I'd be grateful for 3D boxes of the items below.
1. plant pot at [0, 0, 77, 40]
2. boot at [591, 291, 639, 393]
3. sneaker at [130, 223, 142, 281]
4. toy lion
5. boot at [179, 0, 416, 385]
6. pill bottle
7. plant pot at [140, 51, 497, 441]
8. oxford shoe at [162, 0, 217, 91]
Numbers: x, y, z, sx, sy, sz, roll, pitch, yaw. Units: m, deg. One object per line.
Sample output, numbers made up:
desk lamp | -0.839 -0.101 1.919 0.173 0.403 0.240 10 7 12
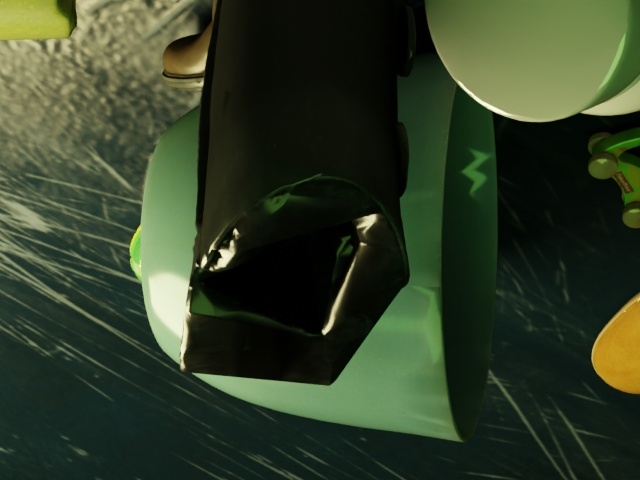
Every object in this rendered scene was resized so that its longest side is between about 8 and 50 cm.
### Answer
plant pot | -0.286 -0.237 1.264 0.253 0.276 0.276 6 142 -7
boot | 0.327 0.128 1.531 0.104 0.211 0.295 35 138 -23
sneaker | -0.030 0.025 1.588 0.295 0.123 0.109 3 141 15
toy lion | 0.273 -0.055 1.472 0.096 0.034 0.100 -20 130 27
boot | -0.006 -0.192 0.990 0.146 0.445 0.367 5 147 4
pill bottle | 0.196 -0.166 1.129 0.160 0.283 0.160 14 113 34
plant pot | 0.000 0.000 1.405 0.235 0.293 0.293 2 140 13
oxford shoe | -0.046 -0.177 1.398 0.227 0.083 0.096 -20 105 41
